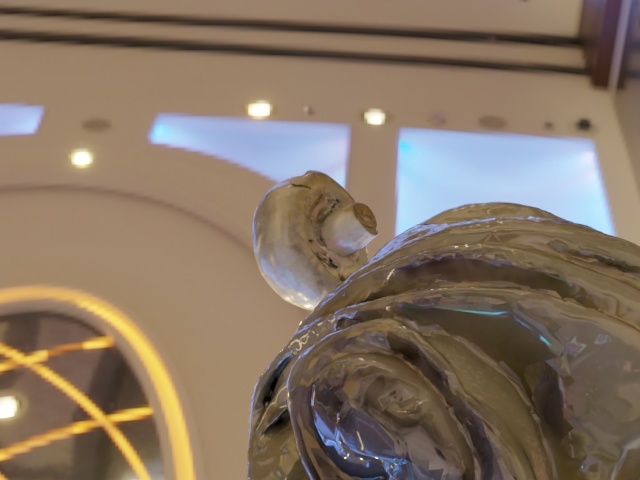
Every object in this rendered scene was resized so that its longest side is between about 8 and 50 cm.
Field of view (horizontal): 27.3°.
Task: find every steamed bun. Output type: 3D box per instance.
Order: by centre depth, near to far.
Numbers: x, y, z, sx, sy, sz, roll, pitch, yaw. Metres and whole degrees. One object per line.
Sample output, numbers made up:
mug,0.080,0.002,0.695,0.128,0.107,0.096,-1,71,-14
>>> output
steamed bun,0.088,0.107,0.758,0.268,0.280,0.207,39,-170,21

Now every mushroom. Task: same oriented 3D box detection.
mushroom,0.000,0.000,1.391,0.122,0.154,0.154,-23,-158,28
